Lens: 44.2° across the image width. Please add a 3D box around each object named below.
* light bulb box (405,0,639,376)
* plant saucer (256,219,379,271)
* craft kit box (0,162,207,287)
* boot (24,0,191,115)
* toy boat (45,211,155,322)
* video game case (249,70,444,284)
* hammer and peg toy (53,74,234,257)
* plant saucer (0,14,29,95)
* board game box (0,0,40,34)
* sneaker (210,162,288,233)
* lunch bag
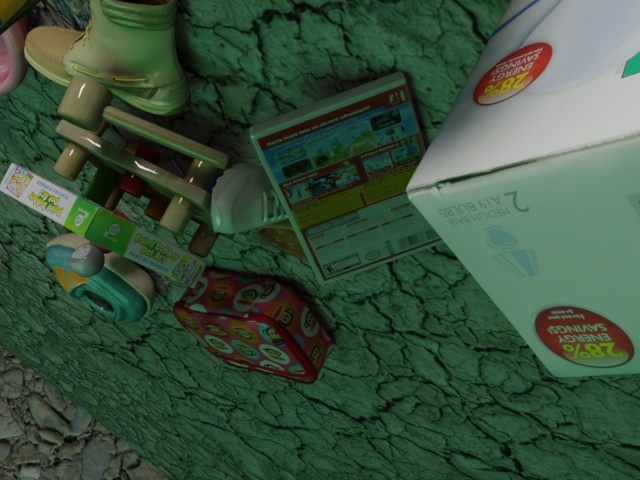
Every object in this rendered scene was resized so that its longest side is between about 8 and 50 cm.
[{"bbox_3d":[0.311,-0.116,0.566,0.357,0.361,0.225,-14,126,48],"label":"light bulb box"},{"bbox_3d":[0.000,0.000,1.231,0.199,0.037,0.200,15,167,4],"label":"plant saucer"},{"bbox_3d":[-0.345,-0.022,1.260,0.246,0.061,0.250,20,171,37],"label":"craft kit box"},{"bbox_3d":[-0.307,-0.294,1.088,0.261,0.095,0.203,22,147,11],"label":"boot"},{"bbox_3d":[-0.474,0.064,1.662,0.267,0.148,0.318,32,148,0],"label":"toy boat"},{"bbox_3d":[0.050,-0.071,1.053,0.204,0.025,0.285,-19,132,5],"label":"video game case"},{"bbox_3d":[-0.260,-0.094,1.181,0.265,0.127,0.361,26,171,7],"label":"hammer and peg toy"},{"bbox_3d":[-0.573,-0.376,1.204,0.332,0.084,0.332,24,148,16],"label":"plant saucer"},{"bbox_3d":[-0.199,-0.423,0.537,0.356,0.357,0.356,-20,121,41],"label":"board game box"},{"bbox_3d":[-0.065,-0.062,1.101,0.094,0.235,0.090,16,114,25],"label":"sneaker"},{"bbox_3d":[-0.125,0.181,1.571,0.293,0.120,0.258,6,144,37],"label":"lunch bag"}]
